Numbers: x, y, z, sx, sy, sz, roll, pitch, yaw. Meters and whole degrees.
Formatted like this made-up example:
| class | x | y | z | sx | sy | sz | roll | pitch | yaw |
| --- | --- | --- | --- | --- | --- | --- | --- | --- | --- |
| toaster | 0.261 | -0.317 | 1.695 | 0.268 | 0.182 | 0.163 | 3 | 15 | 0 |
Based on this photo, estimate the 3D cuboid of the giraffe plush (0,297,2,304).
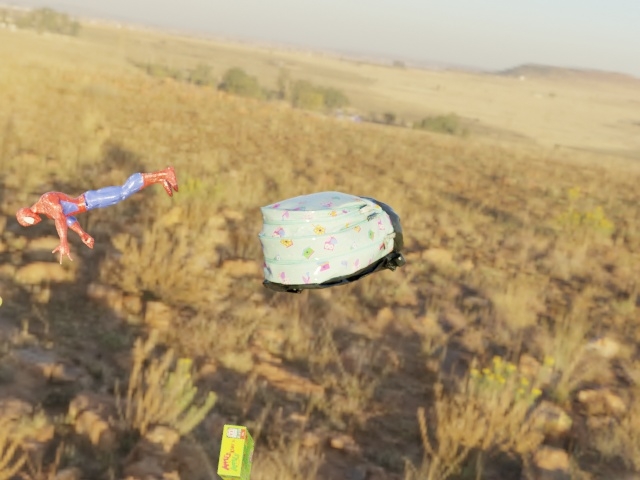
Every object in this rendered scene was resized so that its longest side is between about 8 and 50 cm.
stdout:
| class | x | y | z | sx | sy | sz | roll | pitch | yaw |
| --- | --- | --- | --- | --- | --- | --- | --- | --- | --- |
| giraffe plush | -0.677 | 0.153 | 1.716 | 0.210 | 0.170 | 0.181 | 29 | 46 | -16 |

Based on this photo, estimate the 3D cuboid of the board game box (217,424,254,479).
| class | x | y | z | sx | sy | sz | roll | pitch | yaw |
| --- | --- | --- | --- | --- | --- | --- | --- | --- | --- |
| board game box | -0.163 | 0.422 | 1.840 | 0.043 | 0.092 | 0.181 | 5 | -20 | 3 |

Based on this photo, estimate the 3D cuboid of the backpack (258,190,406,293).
| class | x | y | z | sx | sy | sz | roll | pitch | yaw |
| --- | --- | --- | --- | --- | --- | --- | --- | --- | --- |
| backpack | 0.000 | 0.000 | 1.137 | 0.151 | 0.115 | 0.182 | -6 | 7 | 35 |

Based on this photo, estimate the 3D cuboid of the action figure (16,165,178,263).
| class | x | y | z | sx | sy | sz | roll | pitch | yaw |
| --- | --- | --- | --- | --- | --- | --- | --- | --- | --- |
| action figure | -0.388 | -0.038 | 1.667 | 0.280 | 0.139 | 0.091 | -12 | -4 | -20 |
